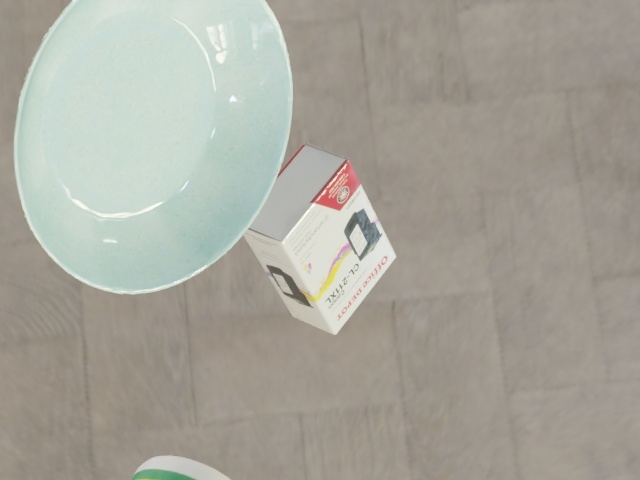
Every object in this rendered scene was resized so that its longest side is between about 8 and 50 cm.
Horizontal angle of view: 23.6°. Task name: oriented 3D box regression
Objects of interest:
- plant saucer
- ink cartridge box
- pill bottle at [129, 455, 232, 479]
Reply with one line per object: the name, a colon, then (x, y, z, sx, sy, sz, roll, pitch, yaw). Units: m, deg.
plant saucer: (-0.098, -0.068, 0.861, 0.037, 0.195, 0.195, 22, 73, 42)
ink cartridge box: (0.000, 0.000, 1.707, 0.072, 0.175, 0.127, 22, 64, 38)
pill bottle: (-0.128, 0.267, 1.087, 0.117, 0.117, 0.208, 28, 54, 6)
